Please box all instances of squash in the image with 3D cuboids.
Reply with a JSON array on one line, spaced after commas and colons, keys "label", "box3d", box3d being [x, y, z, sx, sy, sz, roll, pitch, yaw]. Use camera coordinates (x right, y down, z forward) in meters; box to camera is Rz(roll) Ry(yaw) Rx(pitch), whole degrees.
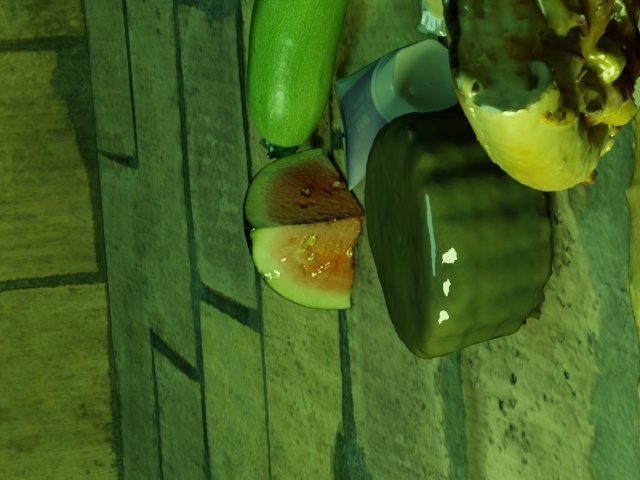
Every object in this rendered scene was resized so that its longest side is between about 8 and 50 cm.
[{"label": "squash", "box3d": [-0.026, -0.238, 1.897, 0.395, 0.107, 0.107, 104, 152, -47]}]

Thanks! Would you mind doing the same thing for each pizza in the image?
[{"label": "pizza", "box3d": [0.155, -0.178, 1.113, 0.409, 0.114, 0.277, -46, -52, -67]}]

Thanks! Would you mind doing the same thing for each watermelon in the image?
[{"label": "watermelon", "box3d": [-0.018, 0.000, 1.954, 0.137, 0.193, 0.145, 21, 130, 18]}]

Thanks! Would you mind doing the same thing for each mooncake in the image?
[{"label": "mooncake", "box3d": [0.123, -0.010, 1.526, 0.228, 0.124, 0.228, 171, 90, -76]}]

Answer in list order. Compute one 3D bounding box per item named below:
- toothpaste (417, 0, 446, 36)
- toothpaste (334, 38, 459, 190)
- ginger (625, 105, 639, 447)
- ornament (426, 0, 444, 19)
[{"label": "toothpaste", "box3d": [0.117, -0.304, 1.528, 0.089, 0.057, 0.234, 15, 116, 29]}, {"label": "toothpaste", "box3d": [0.058, -0.136, 1.745, 0.371, 0.080, 0.125, 156, 106, -75]}, {"label": "ginger", "box3d": [0.268, 0.056, 1.115, 0.190, 0.126, 0.354, -95, -3, -82]}, {"label": "ornament", "box3d": [0.136, -0.295, 1.430, 0.201, 0.059, 0.180, -41, 60, 56]}]
